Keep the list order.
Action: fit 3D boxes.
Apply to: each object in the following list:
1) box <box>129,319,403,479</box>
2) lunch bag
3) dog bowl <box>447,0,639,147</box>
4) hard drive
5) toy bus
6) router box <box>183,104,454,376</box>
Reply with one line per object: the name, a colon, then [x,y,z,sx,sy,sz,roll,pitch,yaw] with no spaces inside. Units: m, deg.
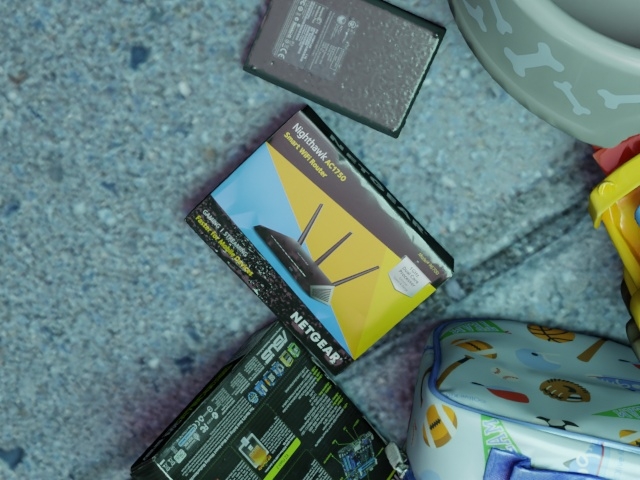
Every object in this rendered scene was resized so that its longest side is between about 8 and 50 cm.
box: [-0.030,0.186,1.047,0.184,0.190,0.045,51,134,-9]
lunch bag: [0.202,0.155,0.979,0.303,0.243,0.114,11,105,3]
dog bowl: [0.250,-0.230,0.879,0.349,0.102,0.348,-2,75,8]
hard drive: [0.019,-0.149,1.039,0.135,0.022,0.094,24,105,1]
toy bus: [0.259,-0.020,0.948,0.149,0.220,0.211,-32,92,18]
router box: [0.000,0.000,1.067,0.133,0.046,0.179,-43,95,14]
